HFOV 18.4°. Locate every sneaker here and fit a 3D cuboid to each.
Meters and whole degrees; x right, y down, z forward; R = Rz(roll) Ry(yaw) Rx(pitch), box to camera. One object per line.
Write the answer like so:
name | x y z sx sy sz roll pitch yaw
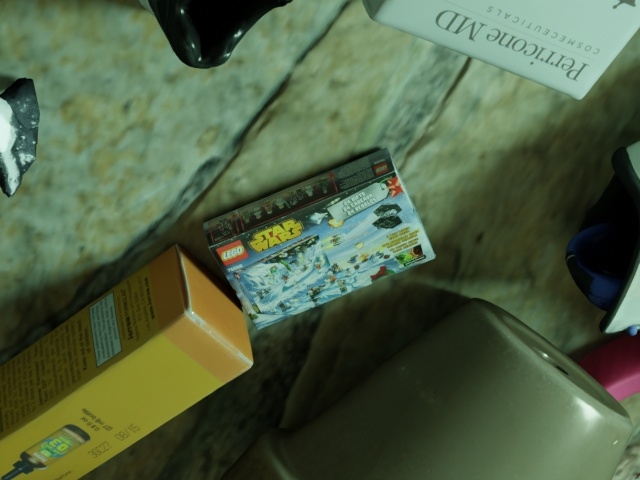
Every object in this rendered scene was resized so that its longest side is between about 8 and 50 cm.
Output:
sneaker | 0.276 0.023 1.390 0.182 0.127 0.315 -22 127 11
sneaker | -0.027 -0.189 1.109 0.078 0.106 0.234 17 126 -29

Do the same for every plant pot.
plant pot | 0.094 0.169 1.407 0.263 0.263 0.229 32 99 -36

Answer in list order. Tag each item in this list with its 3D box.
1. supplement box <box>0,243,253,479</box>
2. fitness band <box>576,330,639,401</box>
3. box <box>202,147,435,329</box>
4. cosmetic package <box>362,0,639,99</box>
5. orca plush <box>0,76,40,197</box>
supplement box | -0.163 0.104 1.365 0.233 0.080 0.078 -35 130 15
fitness band | 0.291 0.169 1.564 0.291 0.054 0.209 22 123 -32
box | 0.000 0.000 1.346 0.137 0.027 0.094 -22 135 5
cosmetic package | 0.120 -0.209 1.099 0.151 0.151 0.183 18 125 -27
orca plush | -0.287 -0.129 1.130 0.287 0.102 0.151 20 83 -43
